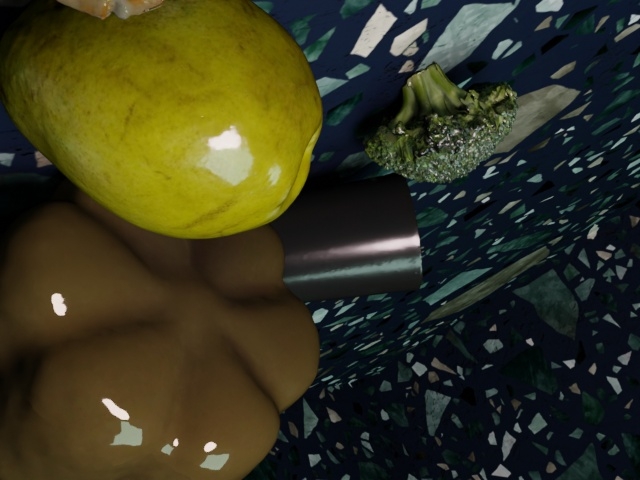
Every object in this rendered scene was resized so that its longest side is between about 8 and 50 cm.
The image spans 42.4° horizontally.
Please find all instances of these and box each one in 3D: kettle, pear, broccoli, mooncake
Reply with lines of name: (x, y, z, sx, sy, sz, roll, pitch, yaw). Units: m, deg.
kettle: (-0.001, -0.011, 1.416, 0.308, 0.262, 0.203, -9, 125, -2)
pear: (-0.149, -0.134, 0.797, 0.253, 0.307, 0.253, -59, 172, -15)
broccoli: (0.191, -0.178, 1.288, 0.198, 0.176, 0.226, -33, 160, -45)
mooncake: (-0.229, 0.126, 1.086, 0.262, 0.467, 0.467, -34, 160, 34)

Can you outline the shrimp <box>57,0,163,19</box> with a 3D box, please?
shrimp: (-0.119, -0.298, 0.643, 0.294, 0.154, 0.062, -42, -176, 19)
